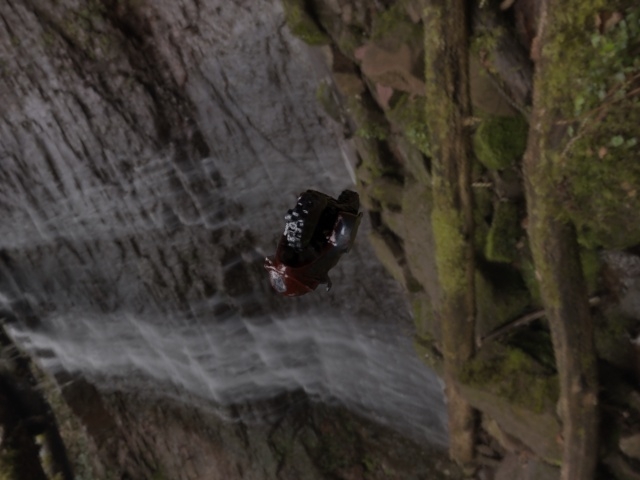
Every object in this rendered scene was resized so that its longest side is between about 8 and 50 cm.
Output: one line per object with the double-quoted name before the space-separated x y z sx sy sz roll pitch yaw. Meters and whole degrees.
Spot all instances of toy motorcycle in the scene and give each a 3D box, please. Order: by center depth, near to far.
"toy motorcycle" 0.001 0.001 0.812 0.082 0.122 0.213 28 -168 14
